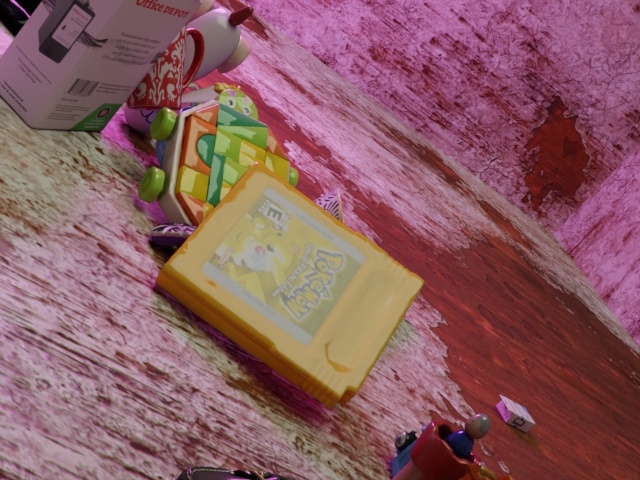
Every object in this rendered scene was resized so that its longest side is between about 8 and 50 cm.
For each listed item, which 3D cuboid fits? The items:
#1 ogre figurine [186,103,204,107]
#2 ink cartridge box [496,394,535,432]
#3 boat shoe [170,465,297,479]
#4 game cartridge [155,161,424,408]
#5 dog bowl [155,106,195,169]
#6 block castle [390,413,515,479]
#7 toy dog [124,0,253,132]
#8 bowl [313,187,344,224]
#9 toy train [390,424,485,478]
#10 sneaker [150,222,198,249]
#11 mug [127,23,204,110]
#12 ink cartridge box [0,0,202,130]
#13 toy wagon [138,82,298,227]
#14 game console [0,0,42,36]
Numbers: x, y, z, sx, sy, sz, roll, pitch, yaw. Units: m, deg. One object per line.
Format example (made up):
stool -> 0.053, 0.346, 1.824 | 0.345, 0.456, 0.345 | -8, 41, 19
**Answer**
ogre figurine -> -0.201, -0.255, 2.286 | 0.118, 0.097, 0.197 | 25, -1, 6
ink cartridge box -> 0.377, 0.339, 2.169 | 0.083, 0.028, 0.048 | 31, 19, -34
boat shoe -> -0.064, 0.287, 1.224 | 0.228, 0.069, 0.081 | 29, 20, -38
game cartridge -> -0.035, 0.059, 1.621 | 0.323, 0.053, 0.285 | 34, 47, 2
dog bowl -> -0.181, -0.135, 1.975 | 0.297, 0.074, 0.166 | 14, 51, -59
block castle -> 0.246, 0.428, 1.312 | 0.303, 0.213, 0.453 | 34, 18, -23
toy dog -> -0.220, -0.333, 2.034 | 0.220, 0.161, 0.334 | 27, 61, -34
bowl -> 0.000, 0.000, 1.863 | 0.170, 0.080, 0.170 | 173, -90, -89
toy train -> 0.181, 0.349, 1.621 | 0.184, 0.080, 0.105 | 37, 26, -22
sneaker -> -0.178, 0.021, 1.673 | 0.170, 0.071, 0.068 | 19, 6, -19
mug -> -0.264, -0.308, 1.887 | 0.150, 0.169, 0.113 | 1, 0, -19
ink cartridge box -> -0.350, -0.318, 1.740 | 0.121, 0.289, 0.211 | 45, 16, 12
toy wagon -> -0.155, -0.130, 1.826 | 0.267, 0.068, 0.344 | 24, 55, -30
game console -> -0.505, -0.426, 2.114 | 0.213, 0.044, 0.361 | 49, 18, 18
